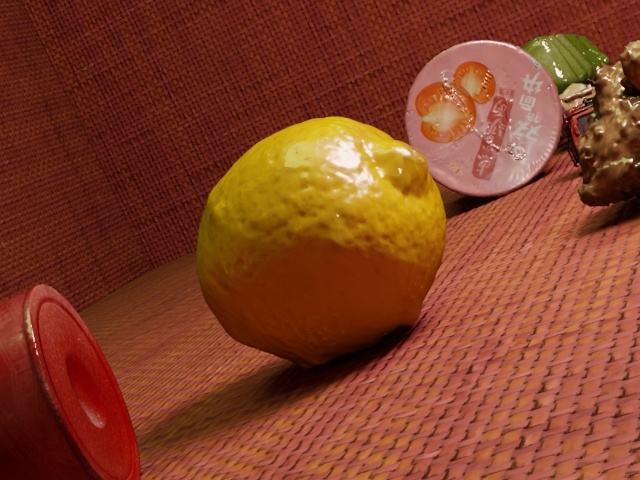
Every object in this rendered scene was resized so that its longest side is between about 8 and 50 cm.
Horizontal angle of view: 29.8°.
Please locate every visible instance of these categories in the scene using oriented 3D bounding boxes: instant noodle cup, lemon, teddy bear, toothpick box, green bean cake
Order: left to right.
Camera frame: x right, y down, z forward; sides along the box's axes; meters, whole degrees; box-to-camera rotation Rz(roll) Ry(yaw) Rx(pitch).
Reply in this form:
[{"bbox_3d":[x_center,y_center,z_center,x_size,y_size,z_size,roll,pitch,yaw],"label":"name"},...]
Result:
[{"bbox_3d":[-0.349,0.196,1.043,0.333,0.204,0.204,-25,5,3],"label":"toothpick box"},{"bbox_3d":[0.000,0.000,1.195,0.288,0.233,0.233,-38,-2,32],"label":"lemon"},{"bbox_3d":[0.256,-0.189,1.945,0.243,0.243,0.231,-25,-1,4],"label":"instant noodle cup"},{"bbox_3d":[0.403,-0.272,2.222,0.222,0.125,0.248,-16,-23,-50],"label":"green bean cake"},{"bbox_3d":[0.370,-0.195,1.246,0.222,0.296,0.246,-6,8,28],"label":"teddy bear"}]

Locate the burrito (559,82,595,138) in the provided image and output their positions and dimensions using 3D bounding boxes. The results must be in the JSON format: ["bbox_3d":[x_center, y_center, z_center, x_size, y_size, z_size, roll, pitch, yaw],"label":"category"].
[{"bbox_3d":[0.534,-0.264,2.049,0.348,0.107,0.175,-24,6,-15],"label":"burrito"}]

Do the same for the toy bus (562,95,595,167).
[{"bbox_3d":[0.448,-0.179,1.665,0.235,0.096,0.073,-23,3,11],"label":"toy bus"}]
